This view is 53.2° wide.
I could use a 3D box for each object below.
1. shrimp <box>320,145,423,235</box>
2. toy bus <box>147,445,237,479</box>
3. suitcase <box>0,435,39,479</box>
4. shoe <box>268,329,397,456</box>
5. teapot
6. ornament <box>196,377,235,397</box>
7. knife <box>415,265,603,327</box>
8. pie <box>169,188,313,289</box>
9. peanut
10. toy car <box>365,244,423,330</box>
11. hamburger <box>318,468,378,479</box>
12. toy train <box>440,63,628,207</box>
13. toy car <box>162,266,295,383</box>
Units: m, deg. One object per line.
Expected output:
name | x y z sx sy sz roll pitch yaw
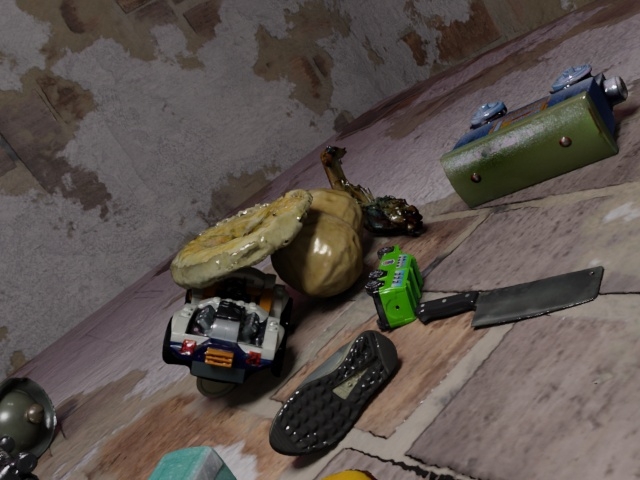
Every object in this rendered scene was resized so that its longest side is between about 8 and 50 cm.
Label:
shrimp | 0.089 -0.095 1.235 0.054 0.222 0.290 -40 23 -13
toy bus | -0.159 0.316 0.593 0.091 0.109 0.261 -20 19 25
suitcase | -0.504 0.443 0.861 0.335 0.152 0.229 -44 16 -31
shoe | 0.009 0.183 0.758 0.194 0.074 0.077 -39 2 -32
teapot | -0.700 0.409 1.306 0.285 0.223 0.305 -22 13 15
ornament | -0.173 0.198 1.095 0.075 0.081 0.156 -40 17 10
knife | 0.210 0.076 0.762 0.245 0.019 0.072 -19 20 40
pie | -0.129 -0.009 1.067 0.274 0.055 0.274 -26 16 8
peanut | 0.000 0.000 1.199 0.192 0.169 0.387 -41 15 9
toy car | 0.112 0.063 0.935 0.062 0.071 0.165 -12 20 19
hamburger | 0.017 0.246 0.426 0.173 0.116 0.210 -29 7 -18
toy train | 0.361 -0.186 1.095 0.300 0.131 0.202 -23 19 41
toy car | -0.135 0.129 1.021 0.193 0.118 0.301 10 14 -2
